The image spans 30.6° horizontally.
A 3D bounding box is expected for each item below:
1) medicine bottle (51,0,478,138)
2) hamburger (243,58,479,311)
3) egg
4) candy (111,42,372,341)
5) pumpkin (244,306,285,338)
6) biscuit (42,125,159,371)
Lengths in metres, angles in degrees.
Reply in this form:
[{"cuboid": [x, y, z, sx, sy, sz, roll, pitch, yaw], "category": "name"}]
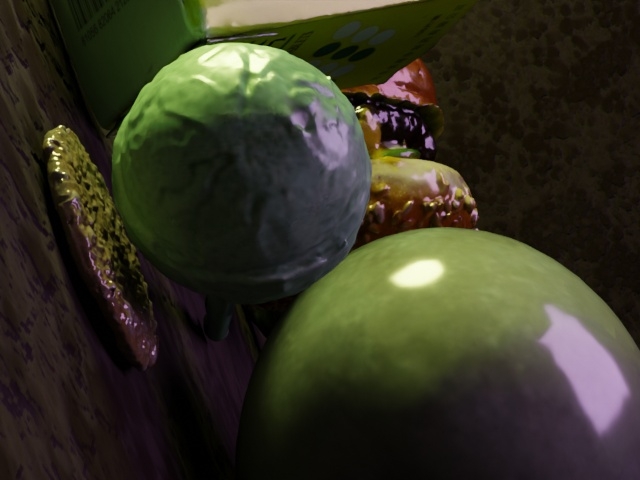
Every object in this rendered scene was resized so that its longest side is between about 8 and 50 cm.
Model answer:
[{"cuboid": [-0.032, -0.170, 0.734, 0.137, 0.250, 0.141, -27, -98, 52], "category": "medicine bottle"}, {"cuboid": [0.005, -0.050, 1.128, 0.291, 0.291, 0.225, 73, 5, -72], "category": "hamburger"}, {"cuboid": [0.080, 0.148, 0.692, 0.258, 0.259, 0.352, -112, -171, -55], "category": "egg"}, {"cuboid": [-0.053, 0.014, 0.685, 0.440, 0.119, 0.119, 113, -42, -72], "category": "candy"}, {"cuboid": [0.000, 0.000, 1.400, 0.300, 0.207, 0.300, 25, -59, 51], "category": "pumpkin"}, {"cuboid": [-0.098, 0.003, 0.530, 0.120, 0.015, 0.120, 158, -90, -89], "category": "biscuit"}]
